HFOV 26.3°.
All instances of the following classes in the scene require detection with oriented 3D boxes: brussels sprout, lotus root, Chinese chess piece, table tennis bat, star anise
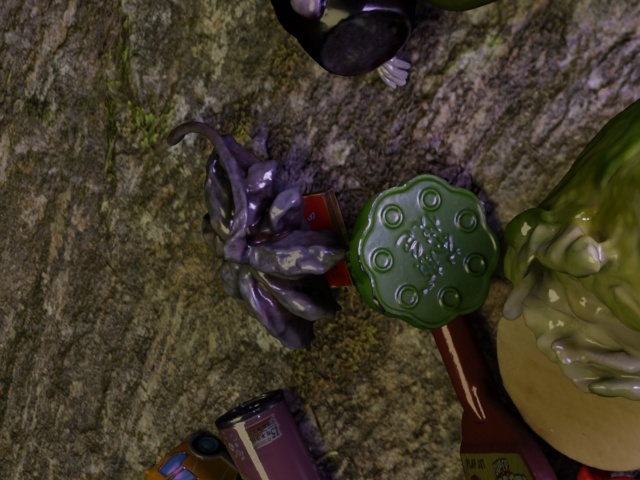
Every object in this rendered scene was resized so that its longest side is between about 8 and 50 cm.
[{"bbox_3d":[0.356,0.002,1.264,0.276,0.315,0.371,47,143,-8],"label":"brussels sprout"},{"bbox_3d":[0.099,0.020,1.649,0.186,0.186,0.186,23,125,36],"label":"lotus root"},{"bbox_3d":[0.317,0.133,1.522,0.251,0.097,0.251,23,127,35],"label":"Chinese chess piece"},{"bbox_3d":[0.227,0.280,1.669,0.268,0.051,0.415,148,102,-74],"label":"table tennis bat"},{"bbox_3d":[-0.092,0.002,1.799,0.359,0.139,0.316,10,114,56],"label":"star anise"}]

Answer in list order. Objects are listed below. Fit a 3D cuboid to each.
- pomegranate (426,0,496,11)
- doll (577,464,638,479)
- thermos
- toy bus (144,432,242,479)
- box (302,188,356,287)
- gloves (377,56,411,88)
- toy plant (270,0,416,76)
[{"bbox_3d":[0.138,-0.308,1.394,0.179,0.210,0.179,8,146,5],"label":"pomegranate"},{"bbox_3d":[0.408,0.390,1.504,0.363,0.182,0.160,50,126,19],"label":"doll"},{"bbox_3d":[-0.043,0.392,2.011,0.136,0.109,0.330,-22,95,48],"label":"thermos"},{"bbox_3d":[-0.179,0.409,2.137,0.209,0.136,0.126,34,132,29],"label":"toy bus"},{"bbox_3d":[0.000,0.000,1.825,0.090,0.023,0.133,-6,106,45],"label":"box"},{"bbox_3d":[0.080,-0.219,1.622,0.044,0.037,0.081,-138,24,-77],"label":"gloves"},{"bbox_3d":[0.016,-0.308,1.552,0.218,0.175,0.235,-43,51,41],"label":"toy plant"}]
